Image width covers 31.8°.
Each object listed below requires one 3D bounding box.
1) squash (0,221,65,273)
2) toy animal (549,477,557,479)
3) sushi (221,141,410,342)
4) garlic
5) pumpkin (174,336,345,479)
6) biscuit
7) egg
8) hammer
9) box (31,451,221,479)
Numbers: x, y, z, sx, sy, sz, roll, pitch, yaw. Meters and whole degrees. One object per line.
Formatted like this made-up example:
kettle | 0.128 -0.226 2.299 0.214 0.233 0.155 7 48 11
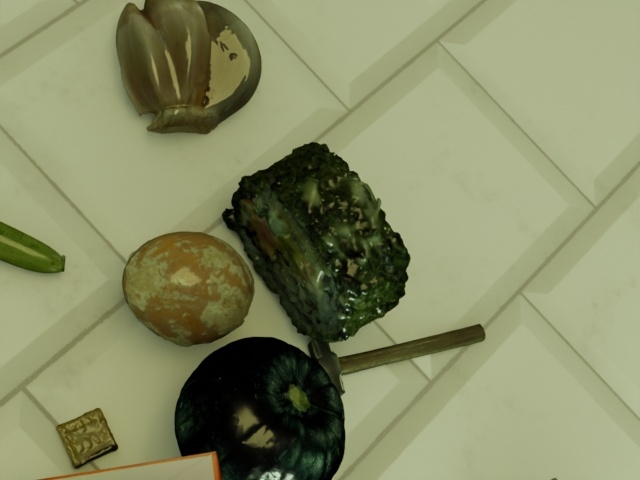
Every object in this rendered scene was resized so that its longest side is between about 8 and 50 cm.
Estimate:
squash | -0.536 0.008 1.945 0.201 0.066 0.066 21 65 -11
toy animal | 0.407 0.542 2.062 0.367 0.081 0.205 -4 83 -21
sushi | 0.000 0.000 2.006 0.178 0.294 0.352 -29 74 -27
garlic | -0.246 -0.351 2.151 0.279 0.132 0.325 2 75 -27
pumpkin | -0.105 0.310 1.881 0.315 0.238 0.315 29 33 -21
biscuit | -0.394 0.334 1.899 0.083 0.018 0.081 -23 79 -26
egg | -0.229 0.080 1.945 0.245 0.203 0.203 15 64 -39
hammer | 0.153 0.209 2.130 0.365 0.043 0.111 -10 73 -25
box | -0.275 0.534 1.625 0.319 0.256 0.348 -8 33 -7
